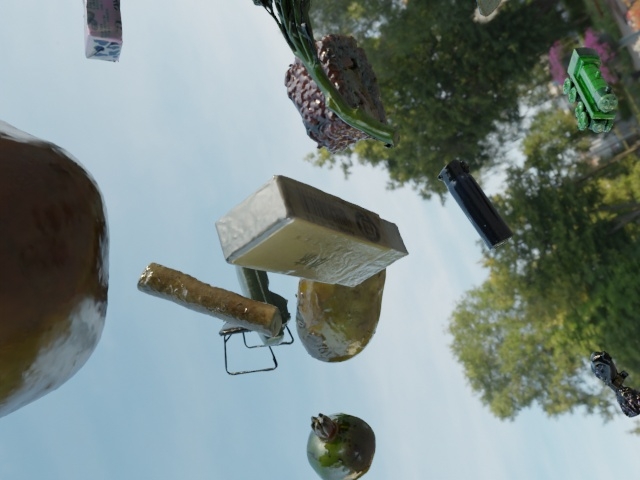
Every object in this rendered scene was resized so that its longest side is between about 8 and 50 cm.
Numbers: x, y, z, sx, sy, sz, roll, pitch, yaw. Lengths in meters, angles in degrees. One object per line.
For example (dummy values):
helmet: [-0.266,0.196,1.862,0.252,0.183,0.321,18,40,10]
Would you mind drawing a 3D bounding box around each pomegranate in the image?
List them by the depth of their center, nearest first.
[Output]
pomegranate: [0.040,0.500,1.504,0.209,0.180,0.180,59,-154,-27]

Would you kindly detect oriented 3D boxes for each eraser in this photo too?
eraser: [0.000,0.000,0.987,0.343,0.144,0.078,16,-133,-51]

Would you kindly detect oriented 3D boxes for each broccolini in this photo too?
broccolini: [0.020,-0.226,0.679,0.062,0.123,0.271,-30,-100,-29]

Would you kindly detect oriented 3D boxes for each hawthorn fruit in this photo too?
hawthorn fruit: [-0.305,0.023,0.435,0.267,0.268,0.301,60,-167,-2]

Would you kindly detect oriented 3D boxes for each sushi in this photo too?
sushi: [0.042,-0.345,1.460,0.237,0.171,0.270,-10,-101,-56]

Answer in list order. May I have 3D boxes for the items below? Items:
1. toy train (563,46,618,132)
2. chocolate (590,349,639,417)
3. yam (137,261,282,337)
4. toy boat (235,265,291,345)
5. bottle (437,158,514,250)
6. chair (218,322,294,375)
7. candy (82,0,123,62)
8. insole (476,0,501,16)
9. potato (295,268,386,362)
toy train: [0.651,-0.361,1.456,0.251,0.085,0.119,-86,-3,-48]
chocolate: [0.615,0.290,1.250,0.070,0.072,0.147,-26,-102,-32]
yam: [-0.210,0.113,1.146,0.066,0.300,0.066,18,-90,-73]
toy boat: [-0.128,0.100,1.311,0.085,0.078,0.260,-15,-115,-17]
bottle: [0.391,-0.094,1.525,0.244,0.082,0.072,57,-158,15]
chair: [-0.176,0.197,1.493,0.140,0.145,0.221,-53,-50,-65]
candy: [-0.439,-0.446,1.217,0.073,0.092,0.160,-1,-109,-27]
insole: [0.258,-0.465,0.968,0.009,0.119,0.348,37,-173,25]
potato: [0.041,0.168,1.470,0.229,0.229,0.265,9,-91,-56]
